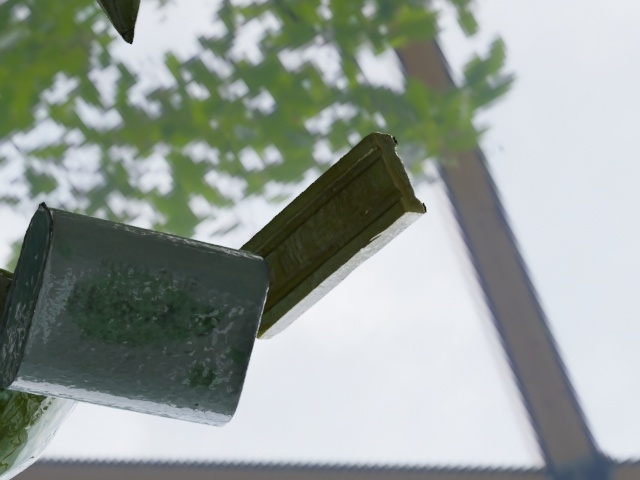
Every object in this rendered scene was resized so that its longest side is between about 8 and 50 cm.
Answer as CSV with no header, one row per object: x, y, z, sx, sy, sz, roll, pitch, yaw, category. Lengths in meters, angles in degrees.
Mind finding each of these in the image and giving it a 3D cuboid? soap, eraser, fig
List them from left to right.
-0.379,0.152,2.026,0.233,0.233,0.314,-15,-172,23,fig
-0.174,0.072,1.814,0.081,0.227,0.174,25,-80,63,eraser
-0.001,0.000,1.911,0.252,0.037,0.092,-40,-118,37,soap

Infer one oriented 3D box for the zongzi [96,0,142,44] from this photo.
-0.075,-0.151,0.883,0.104,0.113,0.052,-26,176,-39,zongzi
